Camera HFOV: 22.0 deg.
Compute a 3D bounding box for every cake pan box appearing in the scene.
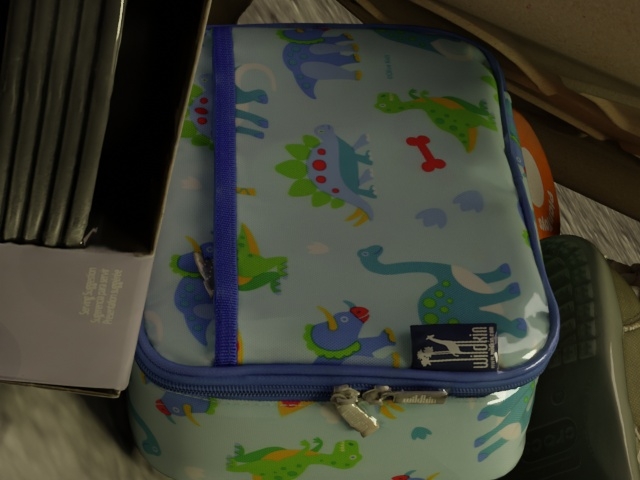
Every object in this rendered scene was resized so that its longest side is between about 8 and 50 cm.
[{"bbox_3d":[-0.080,-0.115,0.584,0.070,0.246,0.267,5,43,-11],"label":"cake pan box"}]

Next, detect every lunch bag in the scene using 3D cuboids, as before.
[{"bbox_3d":[0.000,0.000,0.690,0.090,0.176,0.219,95,-5,-45],"label":"lunch bag"}]

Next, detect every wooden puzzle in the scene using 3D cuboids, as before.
[{"bbox_3d":[0.148,-0.089,0.828,0.322,0.080,0.348,27,-4,25],"label":"wooden puzzle"}]

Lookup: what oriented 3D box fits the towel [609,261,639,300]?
[{"bbox_3d":[0.208,0.181,0.936,0.317,0.053,0.332,16,80,-64],"label":"towel"}]

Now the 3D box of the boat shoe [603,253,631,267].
[{"bbox_3d":[0.220,0.055,1.347,0.070,0.078,0.219,30,15,18],"label":"boat shoe"}]

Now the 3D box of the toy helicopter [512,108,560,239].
[{"bbox_3d":[0.052,0.112,0.796,0.235,0.140,0.355,62,28,-25],"label":"toy helicopter"}]

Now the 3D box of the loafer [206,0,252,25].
[{"bbox_3d":[-0.067,-0.142,0.863,0.078,0.080,0.220,58,19,-8],"label":"loafer"}]

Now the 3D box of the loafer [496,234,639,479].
[{"bbox_3d":[0.123,0.122,0.706,0.087,0.094,0.251,24,60,-39],"label":"loafer"}]
